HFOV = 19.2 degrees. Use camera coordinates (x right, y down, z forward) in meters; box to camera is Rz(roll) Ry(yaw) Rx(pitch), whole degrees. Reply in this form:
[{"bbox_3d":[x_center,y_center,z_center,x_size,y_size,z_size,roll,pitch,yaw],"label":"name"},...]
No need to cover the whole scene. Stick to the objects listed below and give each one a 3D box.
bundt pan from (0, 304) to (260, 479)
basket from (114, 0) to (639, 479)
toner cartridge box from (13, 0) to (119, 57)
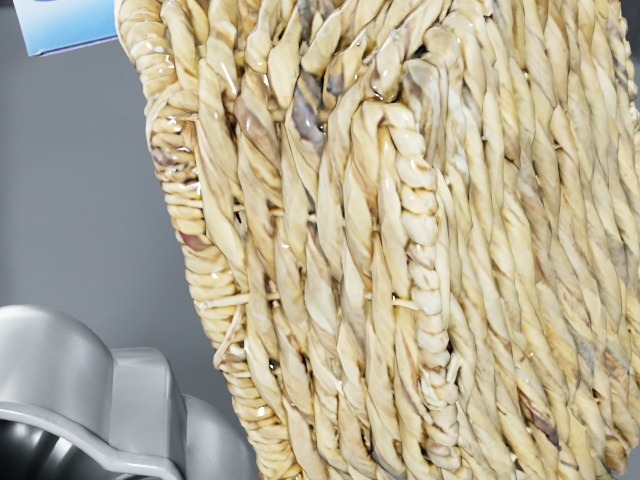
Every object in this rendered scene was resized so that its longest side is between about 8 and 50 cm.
[{"bbox_3d":[-0.167,0.155,0.910,0.330,0.331,0.124,2,38,1],"label":"bundt pan"},{"bbox_3d":[0.000,0.000,0.782,0.223,0.299,0.213,9,49,27],"label":"basket"},{"bbox_3d":[-0.007,-0.197,1.188,0.347,0.075,0.165,-11,10,20],"label":"toner cartridge box"}]
